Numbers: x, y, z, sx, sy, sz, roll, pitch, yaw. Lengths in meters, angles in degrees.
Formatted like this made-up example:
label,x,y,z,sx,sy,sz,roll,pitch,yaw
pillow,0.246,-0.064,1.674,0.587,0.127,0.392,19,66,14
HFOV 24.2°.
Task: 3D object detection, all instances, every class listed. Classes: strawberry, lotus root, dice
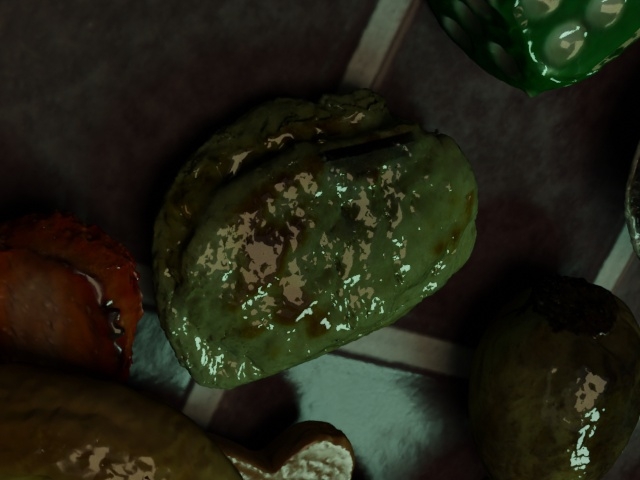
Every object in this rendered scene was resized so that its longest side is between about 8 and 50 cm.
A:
label,x,y,z,sx,sy,sz,roll,pitch,yaw
strawberry,-0.175,0.059,0.950,0.121,0.082,0.188,15,126,1
lotus root,0.178,0.130,1.150,0.138,0.138,0.214,-2,108,-29
dice,0.143,-0.181,0.966,0.128,0.120,0.131,-38,130,-8

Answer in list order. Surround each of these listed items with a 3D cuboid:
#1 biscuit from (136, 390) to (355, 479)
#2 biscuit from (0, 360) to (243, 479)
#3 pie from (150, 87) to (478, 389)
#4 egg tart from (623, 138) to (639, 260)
label,x,y,z,sx,sy,sz,roll,pitch,yaw
biscuit,-0.060,0.214,1.111,0.324,0.049,0.205,16,112,-32
biscuit,-0.197,0.182,0.934,0.274,0.091,0.213,-33,118,27
pie,0.000,0.000,1.004,0.248,0.090,0.201,-23,122,-22
egg tart,0.327,-0.065,1.154,0.234,0.094,0.234,-12,119,-22
